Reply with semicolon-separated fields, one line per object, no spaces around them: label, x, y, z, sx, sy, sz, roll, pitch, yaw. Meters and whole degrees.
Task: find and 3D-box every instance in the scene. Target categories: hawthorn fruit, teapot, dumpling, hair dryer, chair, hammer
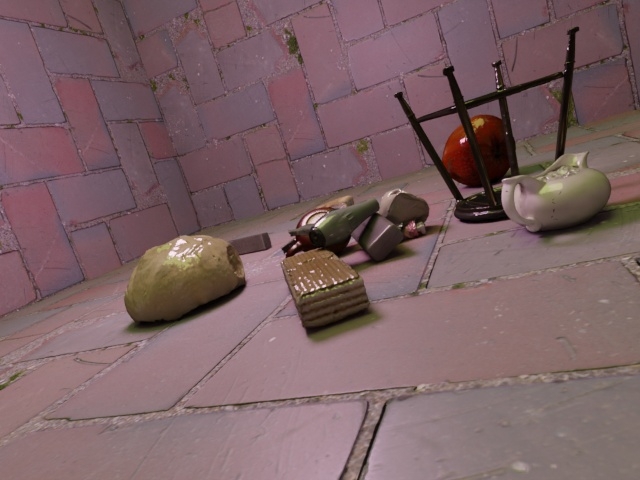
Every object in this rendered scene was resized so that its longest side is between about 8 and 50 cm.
hawthorn fruit;0.620;-0.346;1.882;0.276;0.275;0.300;-21;-5;-21
teapot;0.000;0.000;1.461;0.252;0.135;0.178;-38;45;-14
dumpling;0.252;-0.086;1.411;0.155;0.111;0.181;16;-2;-15
teapot;0.501;-0.103;1.024;0.300;0.165;0.208;-12;16;-35
hair dryer;0.042;-0.059;1.324;0.229;0.092;0.267;-25;13;-15
chair;0.481;-0.287;1.306;0.362;0.409;0.365;-20;10;-8
hammer;-0.068;-0.011;1.809;0.125;0.027;0.297;-36;0;16

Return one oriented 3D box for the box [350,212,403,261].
box;0.147;-0.020;1.294;0.103;0.055;0.243;-47;16;4

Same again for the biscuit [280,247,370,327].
biscuit;-0.004;0.087;1.047;0.144;0.078;0.426;-17;10;-7

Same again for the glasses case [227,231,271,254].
glasses case;-0.304;0.017;2.015;0.205;0.070;0.047;-12;7;34

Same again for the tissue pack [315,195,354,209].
tissue pack;0.058;-0.132;2.160;0.187;0.090;0.222;-17;8;14

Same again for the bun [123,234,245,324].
bun;-0.405;0.090;1.389;0.365;0.202;0.364;-19;8;3

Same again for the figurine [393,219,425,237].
figurine;0.235;-0.031;1.350;0.129;0.054;0.072;-16;27;10
